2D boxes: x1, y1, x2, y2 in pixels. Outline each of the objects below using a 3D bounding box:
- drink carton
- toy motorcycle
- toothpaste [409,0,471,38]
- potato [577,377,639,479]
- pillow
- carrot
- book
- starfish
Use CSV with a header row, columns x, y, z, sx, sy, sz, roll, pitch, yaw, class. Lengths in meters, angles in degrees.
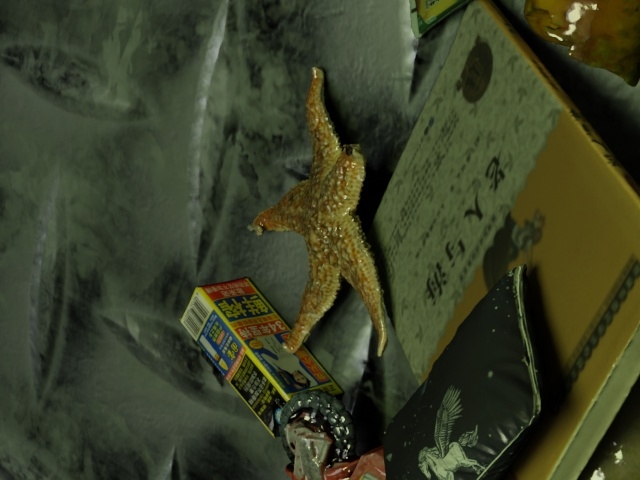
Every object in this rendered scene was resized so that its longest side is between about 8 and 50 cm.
x,y,z,sx,sy,sz,roll,pitch,yaw,class
-0.059,0.113,1.371,0.165,0.071,0.056,49,130,28,drink carton
0.068,0.257,1.241,0.298,0.089,0.171,34,112,28,toy motorcycle
0.117,-0.210,1.136,0.204,0.032,0.049,161,104,-68,toothpaste
0.219,0.158,1.051,0.178,0.160,0.235,0,87,21,potato
0.100,0.129,1.002,0.141,0.055,0.208,-91,23,-46,pillow
0.219,-0.265,1.008,0.114,0.114,0.301,30,117,38,carrot
0.134,0.010,1.076,0.389,0.032,0.269,-114,40,-53,book
0.005,0.000,1.284,0.231,0.048,0.295,-58,42,47,starfish
